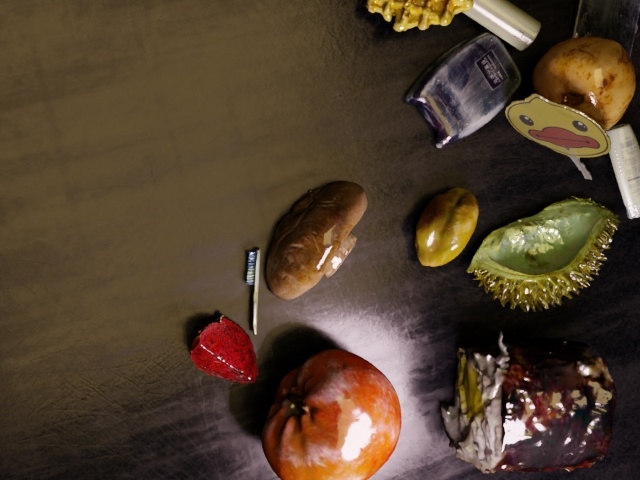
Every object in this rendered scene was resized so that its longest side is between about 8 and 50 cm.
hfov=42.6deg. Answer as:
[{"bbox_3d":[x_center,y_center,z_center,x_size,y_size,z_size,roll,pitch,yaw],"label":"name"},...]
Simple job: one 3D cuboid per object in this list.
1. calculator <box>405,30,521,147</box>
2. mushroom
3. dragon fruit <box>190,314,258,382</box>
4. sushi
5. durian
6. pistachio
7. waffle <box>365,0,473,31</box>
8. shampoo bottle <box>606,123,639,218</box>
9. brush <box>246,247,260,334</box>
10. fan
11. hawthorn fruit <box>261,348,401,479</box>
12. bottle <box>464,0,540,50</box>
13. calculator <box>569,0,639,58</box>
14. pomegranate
[{"bbox_3d":[0.319,-0.330,1.760,0.268,0.040,0.177,-41,105,-14],"label":"calculator"},{"bbox_3d":[0.000,0.000,1.644,0.156,0.151,0.286,36,85,-14],"label":"mushroom"},{"bbox_3d":[-0.200,0.218,1.653,0.162,0.083,0.106,36,42,-28],"label":"dragon fruit"},{"bbox_3d":[0.439,0.341,1.723,0.294,0.299,0.282,3,79,-14],"label":"sushi"},{"bbox_3d":[0.513,0.035,1.833,0.394,0.163,0.198,-29,63,-15],"label":"durian"},{"bbox_3d":[0.269,-0.029,1.739,0.189,0.110,0.100,-53,137,-6],"label":"pistachio"},{"bbox_3d":[0.217,-0.568,1.663,0.309,0.065,0.283,-28,83,3],"label":"waffle"},{"bbox_3d":[0.703,-0.158,1.874,0.072,0.049,0.213,-18,99,-17],"label":"shampoo bottle"},{"bbox_3d":[-0.139,0.104,1.677,0.030,0.033,0.179,2,95,-9],"label":"brush"},{"bbox_3d":[0.520,-0.214,1.748,0.335,0.229,0.011,38,75,-44],"label":"fan"},{"bbox_3d":[0.026,0.360,1.631,0.284,0.284,0.285,-1,96,-15],"label":"hawthorn fruit"},{"bbox_3d":[0.364,-0.483,1.734,0.201,0.072,0.072,29,87,-13],"label":"bottle"},{"bbox_3d":[0.644,-0.515,1.838,0.161,0.021,0.262,11,93,-16],"label":"calculator"},{"bbox_3d":[0.558,-0.333,1.747,0.215,0.215,0.216,-1,96,-15],"label":"pomegranate"}]
